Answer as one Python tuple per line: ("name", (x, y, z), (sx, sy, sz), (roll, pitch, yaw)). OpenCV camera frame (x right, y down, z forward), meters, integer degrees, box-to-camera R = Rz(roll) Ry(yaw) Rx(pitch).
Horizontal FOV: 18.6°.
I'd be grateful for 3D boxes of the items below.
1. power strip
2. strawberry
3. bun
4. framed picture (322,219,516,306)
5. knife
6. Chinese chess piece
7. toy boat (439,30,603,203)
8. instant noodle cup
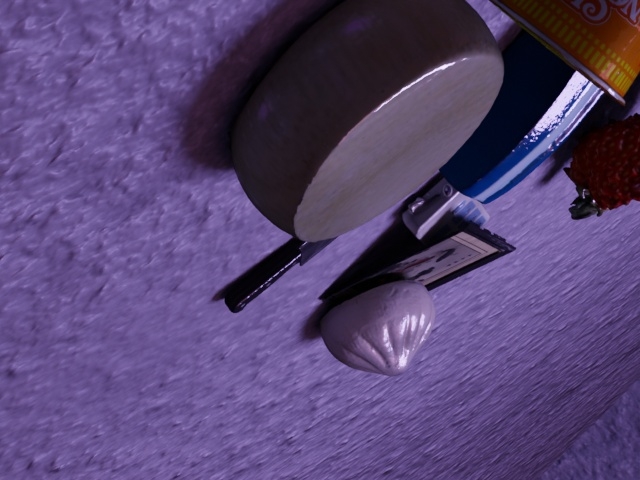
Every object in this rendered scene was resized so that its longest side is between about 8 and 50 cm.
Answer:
("power strip", (0.140, -0.026, 2.181), (0.081, 0.035, 0.192), (-42, 163, 2))
("strawberry", (0.399, -0.108, 2.314), (0.286, 0.106, 0.188), (-18, -174, 42))
("bun", (0.073, 0.109, 2.222), (0.138, 0.094, 0.138), (-21, 161, -7))
("framed picture", (0.113, 0.036, 2.221), (0.195, 0.010, 0.199), (-26, 164, 15))
("knife", (0.000, 0.000, 1.981), (0.245, 0.019, 0.072), (-38, 163, -15))
("Chinese chess piece", (0.039, -0.110, 1.658), (0.250, 0.101, 0.250), (-36, 162, -14))
("toy boat", (0.225, -0.164, 1.940), (0.299, 0.096, 0.061), (-50, 151, 21))
("instant noodle cup", (0.271, -0.242, 1.767), (0.185, 0.168, 0.168), (-51, 161, 8))
